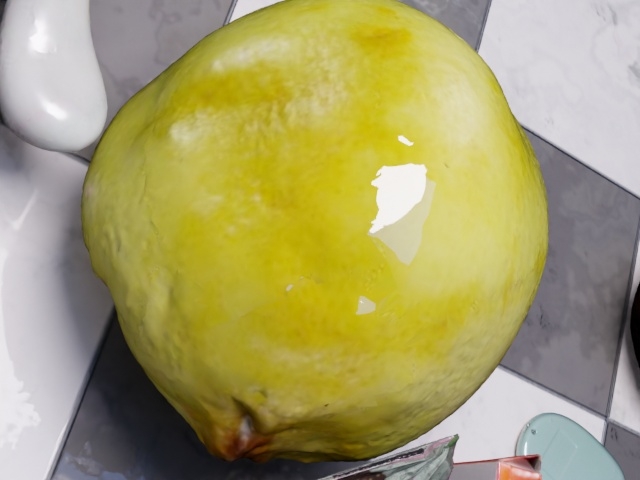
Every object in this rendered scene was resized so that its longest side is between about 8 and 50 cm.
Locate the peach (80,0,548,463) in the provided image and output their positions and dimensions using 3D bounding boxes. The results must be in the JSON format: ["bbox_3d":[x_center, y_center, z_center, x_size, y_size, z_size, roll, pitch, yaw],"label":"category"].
[{"bbox_3d":[0.005,-0.006,0.709,0.314,0.281,0.316,-14,55,4],"label":"peach"}]

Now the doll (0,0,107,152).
[{"bbox_3d":[-0.202,-0.302,0.686,0.376,0.365,0.187,-56,146,6],"label":"doll"}]

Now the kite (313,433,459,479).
[{"bbox_3d":[-0.001,0.223,0.699,0.323,0.267,0.013,37,16,-46],"label":"kite"}]

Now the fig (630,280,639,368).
[{"bbox_3d":[0.381,0.115,0.977,0.203,0.186,0.250,17,102,-39],"label":"fig"}]

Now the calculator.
[{"bbox_3d":[0.241,0.227,0.938,0.153,0.021,0.095,45,60,-9],"label":"calculator"}]

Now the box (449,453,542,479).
[{"bbox_3d":[0.113,0.283,0.790,0.050,0.123,0.230,19,67,-22],"label":"box"}]
